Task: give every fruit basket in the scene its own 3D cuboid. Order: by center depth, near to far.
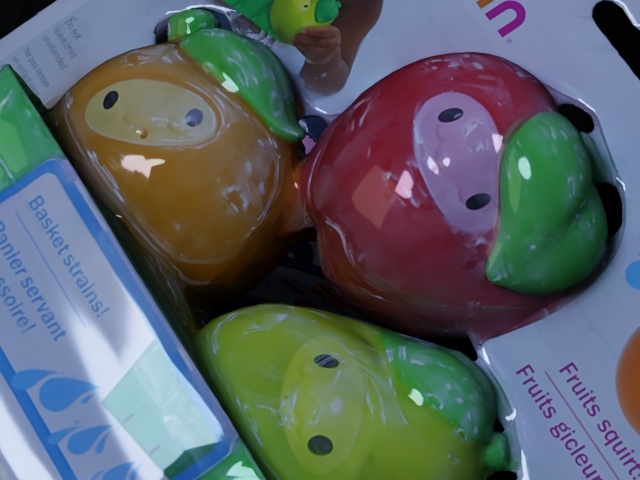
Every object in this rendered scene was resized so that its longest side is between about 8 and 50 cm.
[{"bbox_3d":[0.000,0.000,0.721,0.353,0.165,0.327,-34,72,4],"label":"fruit basket"}]

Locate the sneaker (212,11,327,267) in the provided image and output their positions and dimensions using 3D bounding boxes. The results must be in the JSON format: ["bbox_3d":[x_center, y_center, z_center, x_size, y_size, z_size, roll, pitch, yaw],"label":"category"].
[{"bbox_3d":[-0.063,-0.025,1.077,0.112,0.131,0.319,-29,59,56],"label":"sneaker"}]

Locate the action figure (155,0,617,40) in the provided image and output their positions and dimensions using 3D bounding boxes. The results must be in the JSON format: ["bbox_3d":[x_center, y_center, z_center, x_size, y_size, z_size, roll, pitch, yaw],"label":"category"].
[{"bbox_3d":[0.030,-0.196,0.923,0.341,0.178,0.330,54,128,18],"label":"action figure"}]

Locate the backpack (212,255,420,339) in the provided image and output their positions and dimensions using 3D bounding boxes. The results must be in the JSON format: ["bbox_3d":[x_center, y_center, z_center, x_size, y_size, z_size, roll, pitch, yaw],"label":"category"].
[{"bbox_3d":[-0.047,0.137,0.919,0.213,0.276,0.263,-119,48,-65],"label":"backpack"}]
